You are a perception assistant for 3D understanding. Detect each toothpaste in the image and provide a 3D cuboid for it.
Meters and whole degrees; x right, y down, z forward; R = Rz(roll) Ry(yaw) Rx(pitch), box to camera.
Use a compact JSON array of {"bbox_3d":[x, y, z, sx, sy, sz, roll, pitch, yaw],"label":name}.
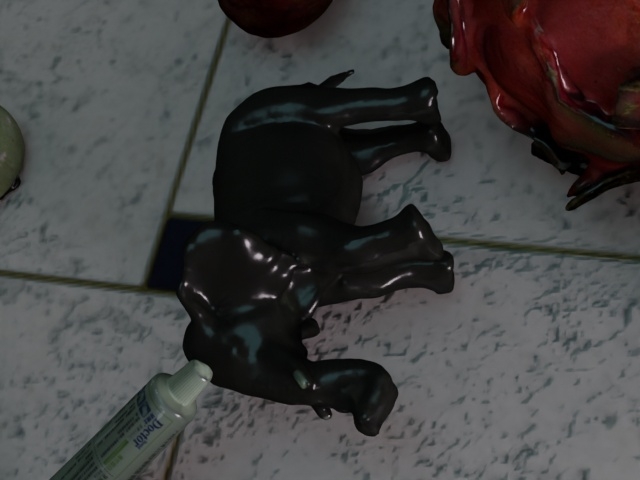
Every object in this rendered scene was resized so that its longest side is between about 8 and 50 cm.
[{"bbox_3d":[-0.123,0.129,0.743,0.197,0.029,0.048,-46,54,25],"label":"toothpaste"}]

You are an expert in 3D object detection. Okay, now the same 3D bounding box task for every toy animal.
[{"bbox_3d":[0.001,0.005,0.760,0.146,0.115,0.245,-6,40,10],"label":"toy animal"}]

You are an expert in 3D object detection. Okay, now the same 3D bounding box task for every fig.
[{"bbox_3d":[-0.011,-0.187,0.879,0.089,0.089,0.125,34,53,31],"label":"fig"}]

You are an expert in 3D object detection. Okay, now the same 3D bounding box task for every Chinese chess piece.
[{"bbox_3d":[-0.240,-0.057,0.914,0.084,0.034,0.084,-10,60,18],"label":"Chinese chess piece"}]

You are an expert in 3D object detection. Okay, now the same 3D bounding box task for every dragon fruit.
[{"bbox_3d":[0.173,-0.129,0.719,0.274,0.193,0.192,32,48,29],"label":"dragon fruit"}]
